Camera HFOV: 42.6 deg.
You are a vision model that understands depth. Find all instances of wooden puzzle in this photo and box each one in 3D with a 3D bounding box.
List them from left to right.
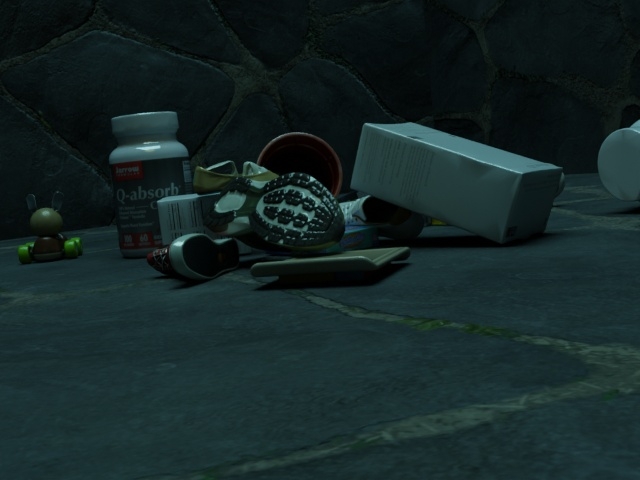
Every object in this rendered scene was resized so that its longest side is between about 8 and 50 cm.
[{"bbox_3d":[0.024,0.045,1.432,0.221,0.044,0.238,-4,1,22],"label":"wooden puzzle"}]

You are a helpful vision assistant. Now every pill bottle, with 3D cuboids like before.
[{"bbox_3d":[-0.443,-0.147,2.162,0.210,0.363,0.210,-6,6,1],"label":"pill bottle"},{"bbox_3d":[0.887,-0.203,2.013,0.407,0.229,0.229,-9,6,-29],"label":"pill bottle"}]

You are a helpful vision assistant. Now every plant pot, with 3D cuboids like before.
[{"bbox_3d":[-0.084,-0.182,2.667,0.272,0.272,0.265,-7,-8,-9],"label":"plant pot"}]

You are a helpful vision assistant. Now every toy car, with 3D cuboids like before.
[{"bbox_3d":[-0.767,-0.040,2.309,0.155,0.188,0.149,-6,6,-6],"label":"toy car"}]

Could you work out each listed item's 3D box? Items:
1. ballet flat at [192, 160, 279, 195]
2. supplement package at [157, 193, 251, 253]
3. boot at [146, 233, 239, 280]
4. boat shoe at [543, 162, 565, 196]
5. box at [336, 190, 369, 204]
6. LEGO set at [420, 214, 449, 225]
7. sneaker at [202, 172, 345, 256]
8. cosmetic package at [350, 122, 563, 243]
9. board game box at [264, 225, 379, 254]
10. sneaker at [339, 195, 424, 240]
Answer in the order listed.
[{"bbox_3d":[-0.186,-0.150,1.909,0.232,0.073,0.080,-8,8,-33],"label":"ballet flat"},{"bbox_3d":[-0.274,-0.040,1.987,0.203,0.149,0.194,-6,7,-2],"label":"supplement package"},{"bbox_3d":[-0.283,0.037,1.599,0.176,0.088,0.244,-5,-2,16],"label":"boot"},{"bbox_3d":[0.535,-0.141,2.403,0.158,0.127,0.340,-19,4,-37],"label":"boat shoe"},{"bbox_3d":[0.110,-0.111,2.452,0.232,0.059,0.183,-23,-5,34],"label":"box"},{"bbox_3d":[0.352,-0.145,2.175,0.255,0.192,0.331,-10,7,-34],"label":"LEGO set"},{"bbox_3d":[-0.062,-0.032,1.668,0.182,0.158,0.410,38,-15,-35],"label":"sneaker"},{"bbox_3d":[0.283,-0.131,1.738,0.385,0.156,0.217,21,19,32],"label":"cosmetic package"},{"bbox_3d":[0.000,0.000,1.831,0.160,0.047,0.210,-11,9,-42],"label":"board game box"},{"bbox_3d":[0.090,-0.066,1.900,0.290,0.106,0.123,-1,-29,35],"label":"sneaker"}]
